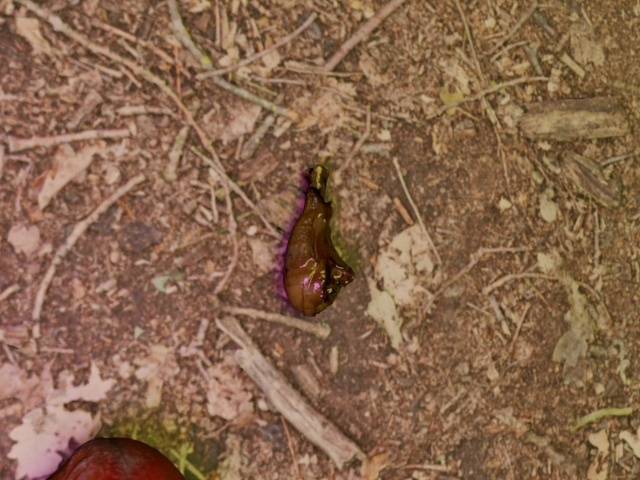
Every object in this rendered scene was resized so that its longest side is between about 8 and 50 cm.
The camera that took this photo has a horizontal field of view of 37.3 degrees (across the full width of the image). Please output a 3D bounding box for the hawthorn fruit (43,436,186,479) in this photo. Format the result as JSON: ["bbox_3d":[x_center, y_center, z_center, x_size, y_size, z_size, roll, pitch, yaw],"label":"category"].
[{"bbox_3d":[-0.200,0.285,0.931,0.172,0.173,0.173,2,86,-27],"label":"hawthorn fruit"}]

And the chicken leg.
[{"bbox_3d":[0.000,0.000,1.111,0.093,0.070,0.178,7,74,-27],"label":"chicken leg"}]
